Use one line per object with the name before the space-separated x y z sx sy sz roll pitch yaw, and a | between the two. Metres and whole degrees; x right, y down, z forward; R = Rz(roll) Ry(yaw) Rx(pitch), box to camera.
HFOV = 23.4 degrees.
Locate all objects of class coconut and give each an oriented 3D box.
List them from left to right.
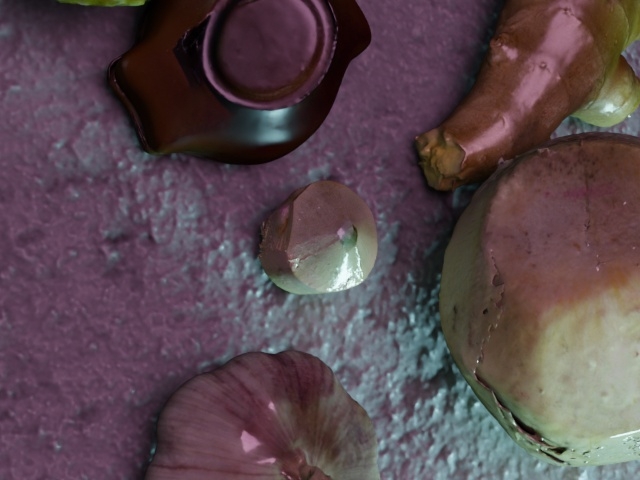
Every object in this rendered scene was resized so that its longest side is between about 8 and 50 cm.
coconut | 0.000 0.000 1.607 0.116 0.122 0.116 5 79 -26
coconut | 0.294 0.067 1.648 0.353 0.352 0.352 4 79 -25

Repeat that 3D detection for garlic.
garlic | -0.035 0.229 1.486 0.245 0.253 0.245 0 90 -23

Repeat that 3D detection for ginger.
ginger | 0.257 -0.195 1.792 0.375 0.166 0.236 -54 143 1

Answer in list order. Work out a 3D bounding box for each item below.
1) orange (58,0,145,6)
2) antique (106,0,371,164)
orange | -0.215 -0.402 1.521 0.271 0.210 0.368 -12 85 -3
antique | -0.077 -0.192 1.601 0.278 0.129 0.223 -24 94 -24
